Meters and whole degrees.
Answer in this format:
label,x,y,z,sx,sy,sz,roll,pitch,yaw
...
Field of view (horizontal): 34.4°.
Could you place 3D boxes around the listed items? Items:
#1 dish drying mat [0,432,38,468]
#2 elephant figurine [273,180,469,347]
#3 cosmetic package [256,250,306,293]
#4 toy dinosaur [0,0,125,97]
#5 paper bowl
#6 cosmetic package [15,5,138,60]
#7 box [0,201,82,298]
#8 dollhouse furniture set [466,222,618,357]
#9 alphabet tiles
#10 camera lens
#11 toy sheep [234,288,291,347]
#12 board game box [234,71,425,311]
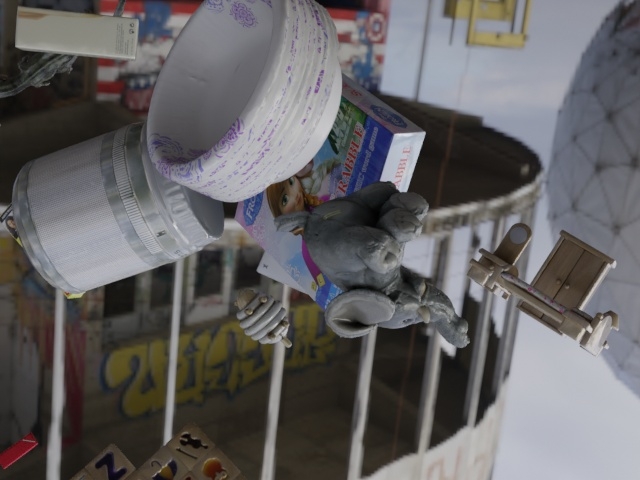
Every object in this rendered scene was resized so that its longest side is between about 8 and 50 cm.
label,x,y,z,sx,sy,sz,roll,pitch,yaw
dish drying mat,-0.617,0.428,2.104,0.083,0.008,0.032,-36,-114,-9
elephant figurine,0.075,0.056,1.375,0.169,0.239,0.186,-34,-137,-27
cosmetic package,0.000,0.000,2.186,0.138,0.224,0.225,23,180,20
toy dinosaur,-0.365,-0.277,1.488,0.268,0.064,0.118,-30,-164,15
paper bowl,-0.085,-0.185,1.312,0.148,0.284,0.284,23,-176,-35
cosmetic package,-0.238,-0.203,1.018,0.115,0.041,0.060,4,-173,-11
box,-0.556,0.009,2.131,0.232,0.087,0.058,47,-168,10
dollhouse furniture set,0.390,0.045,1.801,0.303,0.173,0.355,33,-179,24
alphabet tiles,-0.183,0.311,1.082,0.237,0.009,0.198,-41,-100,-22
camera lens,-0.311,-0.053,1.580,0.274,0.219,0.219,-18,-167,11
toy sheep,-0.097,0.137,1.788,0.091,0.132,0.091,-37,-172,6
board game box,0.000,-0.093,1.588,0.066,0.318,0.318,-5,-147,-36
